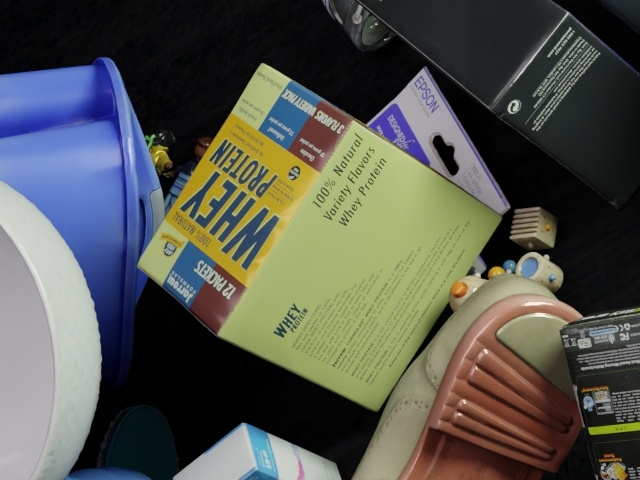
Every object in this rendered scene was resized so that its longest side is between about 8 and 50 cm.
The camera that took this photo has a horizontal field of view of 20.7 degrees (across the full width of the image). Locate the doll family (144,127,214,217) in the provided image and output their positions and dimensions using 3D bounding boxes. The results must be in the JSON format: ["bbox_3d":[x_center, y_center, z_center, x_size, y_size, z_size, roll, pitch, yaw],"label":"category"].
[{"bbox_3d":[-0.161,-0.063,1.812,0.193,0.076,0.111,26,83,43],"label":"doll family"}]

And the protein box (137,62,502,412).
[{"bbox_3d":[0.000,0.000,1.440,0.136,0.201,0.200,36,95,47],"label":"protein box"}]

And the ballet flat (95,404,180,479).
[{"bbox_3d":[-0.173,0.264,1.613,0.077,0.091,0.241,-55,31,40],"label":"ballet flat"}]

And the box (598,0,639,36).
[{"bbox_3d":[0.235,-0.271,1.475,0.108,0.153,0.207,-49,40,11],"label":"box"}]

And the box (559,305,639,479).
[{"bbox_3d":[0.271,0.130,1.203,0.190,0.045,0.184,-14,94,40],"label":"box"}]

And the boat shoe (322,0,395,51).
[{"bbox_3d":[0.116,-0.309,1.655,0.306,0.113,0.105,-45,48,19],"label":"boat shoe"}]

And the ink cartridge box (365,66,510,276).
[{"bbox_3d":[0.068,-0.020,1.569,0.208,0.045,0.206,-43,44,19],"label":"ink cartridge box"}]

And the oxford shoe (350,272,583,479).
[{"bbox_3d":[0.085,0.206,1.371,0.397,0.140,0.146,-57,14,10],"label":"oxford shoe"}]

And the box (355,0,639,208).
[{"bbox_3d":[0.157,-0.159,1.461,0.103,0.184,0.261,-50,41,6],"label":"box"}]

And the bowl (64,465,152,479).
[{"bbox_3d":[-0.222,0.386,1.496,0.391,0.077,0.391,-25,60,53],"label":"bowl"}]

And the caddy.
[{"bbox_3d":[-0.239,-0.012,1.698,0.241,0.179,0.341,-114,25,-49],"label":"caddy"}]

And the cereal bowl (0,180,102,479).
[{"bbox_3d":[-0.322,0.092,1.505,0.338,0.141,0.339,4,99,28],"label":"cereal bowl"}]

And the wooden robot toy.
[{"bbox_3d":[0.143,0.047,1.427,0.076,0.079,0.173,16,79,49],"label":"wooden robot toy"}]

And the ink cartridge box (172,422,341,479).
[{"bbox_3d":[-0.049,0.214,1.484,0.088,0.122,0.052,-40,47,21],"label":"ink cartridge box"}]
